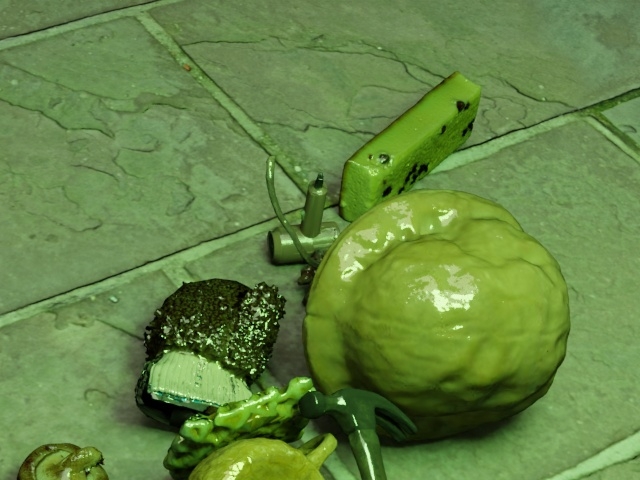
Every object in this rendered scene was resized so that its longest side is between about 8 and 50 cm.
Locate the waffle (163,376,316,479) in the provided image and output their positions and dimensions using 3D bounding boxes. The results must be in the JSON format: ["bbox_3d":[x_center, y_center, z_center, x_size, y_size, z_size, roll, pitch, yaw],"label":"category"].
[{"bbox_3d":[-0.108,0.268,1.943,0.223,0.204,0.054,-19,67,-19],"label":"waffle"}]

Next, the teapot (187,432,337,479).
[{"bbox_3d":[-0.090,0.360,1.876,0.203,0.167,0.311,49,54,-7],"label":"teapot"}]

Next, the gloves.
[{"bbox_3d":[-0.155,0.151,2.109,0.210,0.135,0.312,1,39,0],"label":"gloves"}]

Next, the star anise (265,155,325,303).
[{"bbox_3d":[0.000,0.000,2.223,0.148,0.227,0.218,-26,60,4],"label":"star anise"}]

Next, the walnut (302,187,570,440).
[{"bbox_3d":[0.173,0.110,2.062,0.384,0.383,0.383,5,42,-5],"label":"walnut"}]

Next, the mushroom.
[{"bbox_3d":[-0.345,0.323,1.915,0.127,0.087,0.127,6,38,-5],"label":"mushroom"}]

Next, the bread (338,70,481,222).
[{"bbox_3d":[0.157,-0.159,2.513,0.077,0.138,0.361,31,46,20],"label":"bread"}]

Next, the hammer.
[{"bbox_3d":[0.088,0.397,1.838,0.168,0.044,0.440,8,57,-37],"label":"hammer"}]

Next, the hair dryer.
[{"bbox_3d":[-0.019,-0.039,2.309,0.117,0.181,0.064,-5,46,-16],"label":"hair dryer"}]
